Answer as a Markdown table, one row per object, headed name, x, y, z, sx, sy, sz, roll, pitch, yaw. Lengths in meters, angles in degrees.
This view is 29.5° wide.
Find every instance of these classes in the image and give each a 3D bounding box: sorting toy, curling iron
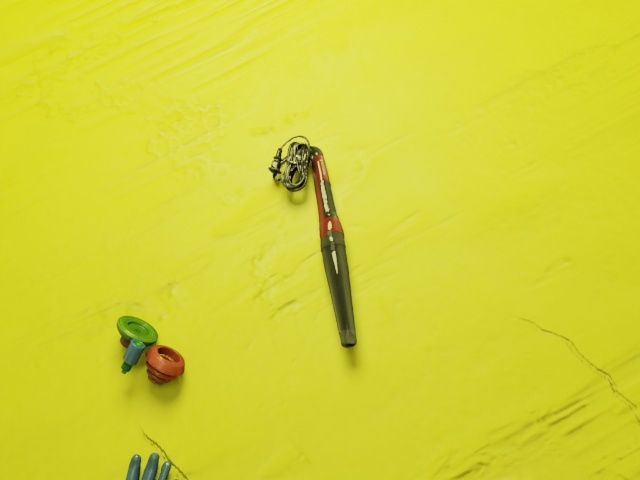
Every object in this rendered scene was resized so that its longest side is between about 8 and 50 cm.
| name | x | y | z | sx | sy | sz | roll | pitch | yaw |
| --- | --- | --- | --- | --- | --- | --- | --- | --- | --- |
| sorting toy | -0.203 | 0.132 | 1.389 | 0.102 | 0.061 | 0.042 | 39 | 111 | 24 |
| curling iron | 0.000 | 0.000 | 1.425 | 0.068 | 0.035 | 0.274 | -18 | 68 | 2 |

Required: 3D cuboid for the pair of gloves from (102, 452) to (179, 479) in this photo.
| name | x | y | z | sx | sy | sz | roll | pitch | yaw |
| --- | --- | --- | --- | --- | --- | --- | --- | --- | --- |
| pair of gloves | -0.161 | 0.323 | 1.322 | 0.198 | 0.023 | 0.159 | 16 | 69 | 10 |
